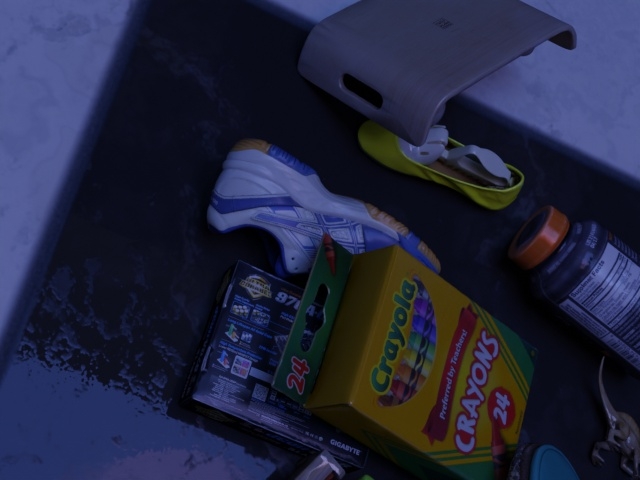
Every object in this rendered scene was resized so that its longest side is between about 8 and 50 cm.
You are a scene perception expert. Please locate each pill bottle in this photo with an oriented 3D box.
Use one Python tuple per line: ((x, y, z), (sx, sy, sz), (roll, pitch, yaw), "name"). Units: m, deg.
((0.360, 0.061, 1.478), (0.245, 0.130, 0.130), (38, 60, -7), "pill bottle")

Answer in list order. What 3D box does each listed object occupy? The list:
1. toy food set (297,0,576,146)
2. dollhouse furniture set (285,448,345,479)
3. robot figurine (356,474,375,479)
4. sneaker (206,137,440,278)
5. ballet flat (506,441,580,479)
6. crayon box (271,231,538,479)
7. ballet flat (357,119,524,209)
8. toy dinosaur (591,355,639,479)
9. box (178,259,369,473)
((0.155, -0.244, 1.491), (0.306, 0.092, 0.219), (-32, 52, -31), "toy food set")
((-0.015, 0.329, 1.207), (0.129, 0.129, 0.183), (49, 60, -1), "dollhouse furniture set")
((0.076, 0.318, 1.288), (0.115, 0.067, 0.101), (45, 30, -3), "robot figurine")
((0.000, 0.000, 1.367), (0.296, 0.112, 0.131), (29, 83, -13), "sneaker")
((0.280, 0.471, 1.254), (0.164, 0.182, 0.483), (-1, 59, -51), "ballet flat")
((0.107, 0.146, 1.303), (0.318, 0.081, 0.202), (35, 60, -31), "crayon box")
((0.162, -0.110, 1.480), (0.231, 0.077, 0.077), (24, 62, -15), "ballet flat")
((0.383, 0.248, 1.475), (0.183, 0.053, 0.092), (55, 44, -6), "toy dinosaur")
((-0.031, 0.146, 1.312), (0.220, 0.051, 0.175), (24, 63, -15), "box")
